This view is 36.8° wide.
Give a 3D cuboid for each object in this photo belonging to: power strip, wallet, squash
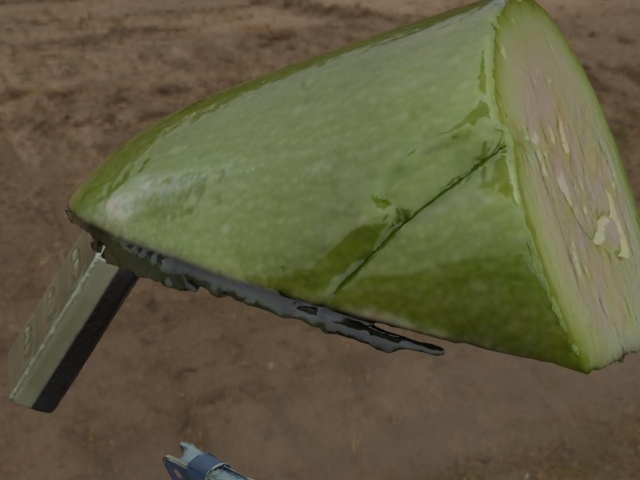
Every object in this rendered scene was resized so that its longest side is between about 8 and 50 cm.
[{"bbox_3d":[-0.312,0.096,1.197,0.070,0.256,0.105,24,21,-27],"label":"power strip"},{"bbox_3d":[-0.145,0.382,1.432,0.059,0.141,0.202,-39,30,-26],"label":"wallet"},{"bbox_3d":[0.000,0.000,0.552,0.309,0.210,0.234,-19,-8,28],"label":"squash"}]
